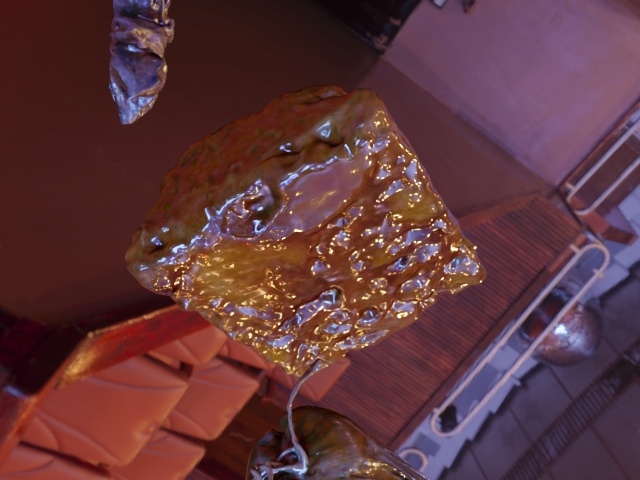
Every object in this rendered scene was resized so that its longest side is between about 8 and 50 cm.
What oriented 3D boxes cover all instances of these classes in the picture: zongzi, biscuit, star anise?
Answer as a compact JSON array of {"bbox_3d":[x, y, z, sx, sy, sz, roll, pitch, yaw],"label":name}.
[{"bbox_3d":[0.084,0.167,0.369,0.241,0.247,0.111,-22,-155,-16],"label":"zongzi"},{"bbox_3d":[0.000,0.000,0.788,0.342,0.395,0.166,-29,-130,12],"label":"biscuit"},{"bbox_3d":[-0.340,-0.384,1.152,0.332,0.117,0.331,-177,-90,-76],"label":"star anise"}]
